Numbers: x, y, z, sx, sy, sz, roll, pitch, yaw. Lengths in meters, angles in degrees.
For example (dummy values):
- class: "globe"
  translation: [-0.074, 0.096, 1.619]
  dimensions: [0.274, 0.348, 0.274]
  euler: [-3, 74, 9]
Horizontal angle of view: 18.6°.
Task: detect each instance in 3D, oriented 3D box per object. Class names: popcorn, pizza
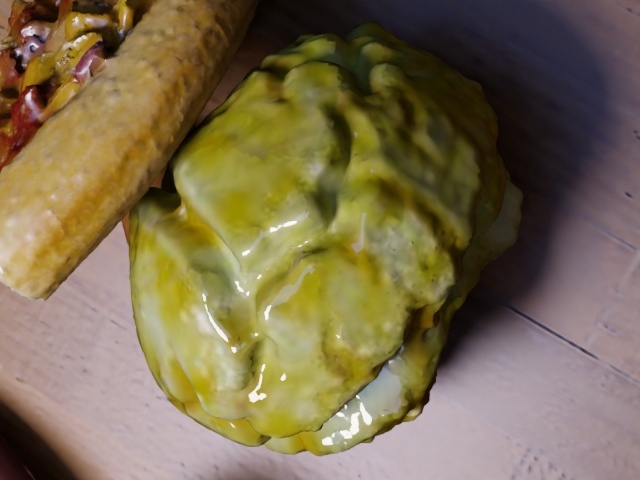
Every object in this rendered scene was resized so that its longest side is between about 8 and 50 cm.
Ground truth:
- class: "popcorn"
  translation: [0.000, 0.000, 0.990]
  dimensions: [0.183, 0.204, 0.221]
  euler: [32, 82, -11]
- class: "pizza"
  translation: [-0.128, -0.089, 1.019]
  dimensions: [0.081, 0.289, 0.228]
  euler: [41, 151, -22]

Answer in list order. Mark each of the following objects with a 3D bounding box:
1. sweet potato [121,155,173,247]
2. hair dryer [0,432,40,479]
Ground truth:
- class: "sweet potato"
  translation: [-0.072, 0.008, 1.097]
  dimensions: [0.202, 0.055, 0.058]
  euler: [57, 138, 3]
- class: "hair dryer"
  translation: [-0.204, 0.198, 1.154]
  dimensions: [0.340, 0.123, 0.312]
  euler: [49, 119, 18]
